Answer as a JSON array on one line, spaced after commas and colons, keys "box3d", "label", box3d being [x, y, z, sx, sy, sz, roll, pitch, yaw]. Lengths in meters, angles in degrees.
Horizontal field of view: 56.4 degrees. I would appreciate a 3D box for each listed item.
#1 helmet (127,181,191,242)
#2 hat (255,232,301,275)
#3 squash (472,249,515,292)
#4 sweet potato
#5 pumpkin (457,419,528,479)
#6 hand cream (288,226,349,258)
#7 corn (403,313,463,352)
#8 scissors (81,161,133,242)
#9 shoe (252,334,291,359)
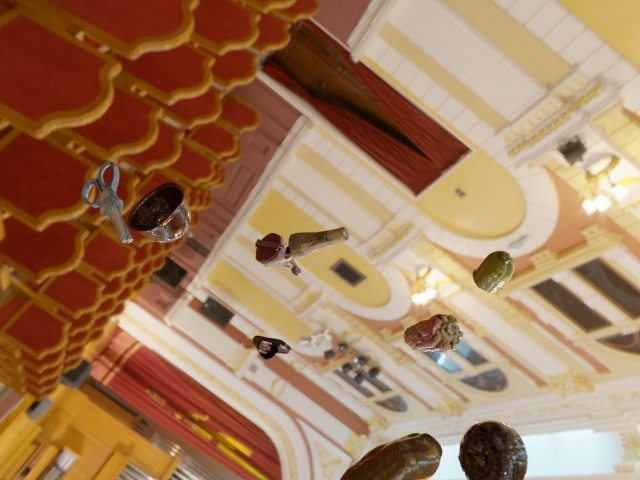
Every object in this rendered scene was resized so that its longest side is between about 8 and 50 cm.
[{"box3d": [-0.369, -0.053, 1.449, 0.175, 0.106, 0.155, 5, -126, 44], "label": "helmet"}, {"box3d": [-0.133, 0.063, 2.179, 0.140, 0.227, 0.128, -13, -126, 33], "label": "hat"}, {"box3d": [0.612, 0.095, 2.074, 0.123, 0.123, 0.186, -55, 167, -28], "label": "squash"}, {"box3d": [0.153, 0.622, 1.548, 0.370, 0.157, 0.158, -17, 164, -33], "label": "sweet potato"}, {"box3d": [0.552, 0.696, 1.919, 0.233, 0.163, 0.233, -12, -105, 52], "label": "pumpkin"}, {"box3d": [0.000, 0.000, 1.908, 0.203, 0.084, 0.084, -12, -156, 25], "label": "hand cream"}, {"box3d": [0.368, 0.322, 2.024, 0.126, 0.127, 0.335, -54, -177, -19], "label": "corn"}, {"box3d": [-0.502, -0.083, 1.433, 0.125, 0.256, 0.030, -46, 145, 11], "label": "scissors"}, {"box3d": [-0.154, 0.314, 1.719, 0.179, 0.071, 0.049, -9, -141, 53], "label": "shoe"}]
